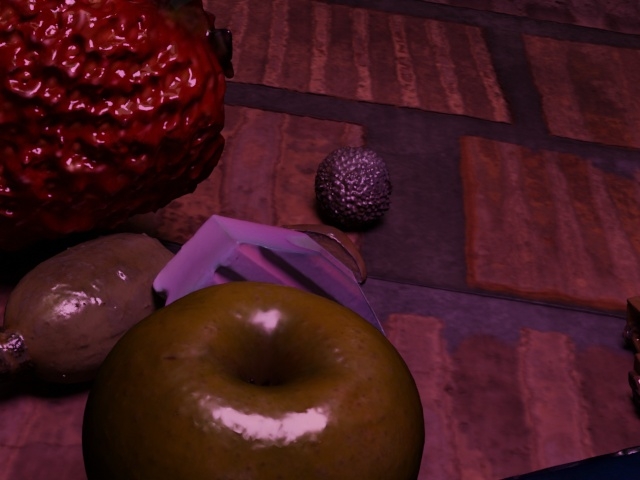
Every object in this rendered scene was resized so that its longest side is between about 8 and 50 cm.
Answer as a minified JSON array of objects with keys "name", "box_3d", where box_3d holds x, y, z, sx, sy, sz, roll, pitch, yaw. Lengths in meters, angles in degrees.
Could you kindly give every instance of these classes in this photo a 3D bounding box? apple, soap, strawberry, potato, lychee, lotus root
[{"name":"apple","box_3d":[-0.041,0.118,0.823,0.196,0.157,0.196,8,31,-4]},{"name":"soap","box_3d":[-0.029,0.045,0.991,0.149,0.100,0.056,38,10,-32]},{"name":"strawberry","box_3d":[-0.216,-0.114,1.033,0.261,0.261,0.258,28,39,27]},{"name":"potato","box_3d":[0.001,0.000,1.160,0.093,0.036,0.037,20,34,17]},{"name":"lychee","box_3d":[0.028,-0.047,1.227,0.067,0.068,0.083,-23,20,28]},{"name":"lotus root","box_3d":[-0.163,0.047,0.985,0.090,0.077,0.183,25,31,25]}]

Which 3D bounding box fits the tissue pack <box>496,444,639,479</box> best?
[{"name":"tissue pack","box_3d":[0.026,0.256,0.505,0.417,0.264,0.253,-9,37,-29]}]

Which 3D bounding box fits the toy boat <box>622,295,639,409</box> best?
[{"name":"toy boat","box_3d":[0.267,0.110,1.036,0.072,0.064,0.206,-8,32,-3]}]
